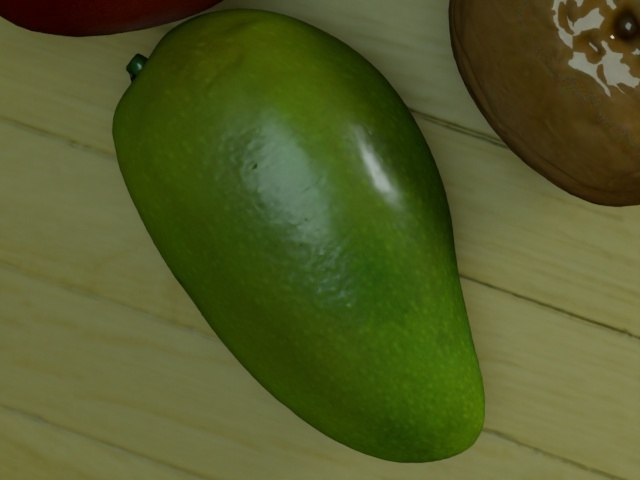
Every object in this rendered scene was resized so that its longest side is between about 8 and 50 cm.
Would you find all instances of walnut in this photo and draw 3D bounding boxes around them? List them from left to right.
[{"bbox_3d":[0.189,-0.131,1.215,0.195,0.195,0.222,-33,88,9],"label":"walnut"}]

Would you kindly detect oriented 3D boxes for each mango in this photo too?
[{"bbox_3d":[0.000,0.000,1.269,0.192,0.156,0.343,-31,96,17],"label":"mango"}]

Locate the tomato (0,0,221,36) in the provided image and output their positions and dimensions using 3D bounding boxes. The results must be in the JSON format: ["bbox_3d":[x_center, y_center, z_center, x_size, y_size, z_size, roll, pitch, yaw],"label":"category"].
[{"bbox_3d":[-0.141,-0.248,1.203,0.298,0.298,0.226,12,114,5],"label":"tomato"}]
